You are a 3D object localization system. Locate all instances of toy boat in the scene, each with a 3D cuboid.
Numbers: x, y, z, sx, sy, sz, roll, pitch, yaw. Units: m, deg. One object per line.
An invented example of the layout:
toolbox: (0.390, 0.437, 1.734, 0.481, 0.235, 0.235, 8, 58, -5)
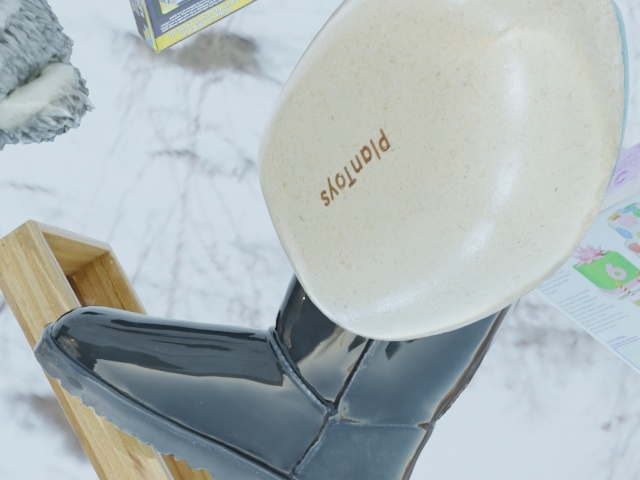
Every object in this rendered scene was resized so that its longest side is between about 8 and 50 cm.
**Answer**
toy boat: (0.056, -0.116, 0.822, 0.148, 0.318, 0.267, -12, 165, -37)

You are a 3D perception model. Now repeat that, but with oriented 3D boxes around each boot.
boot: (0.002, 0.001, 1.340, 0.367, 0.445, 0.146, 29, -172, 0)

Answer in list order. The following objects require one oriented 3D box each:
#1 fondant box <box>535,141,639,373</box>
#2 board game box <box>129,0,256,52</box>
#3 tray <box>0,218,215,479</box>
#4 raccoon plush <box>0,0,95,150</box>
fondant box: (0.408, 0.046, 1.713, 0.330, 0.096, 0.238, 36, 141, -20)
board game box: (-0.116, -0.287, 1.502, 0.048, 0.170, 0.141, 46, 158, 36)
tray: (-0.200, 0.180, 1.600, 0.411, 0.076, 0.203, 59, -170, 15)
raccoon plush: (-0.343, -0.031, 1.019, 0.299, 0.216, 0.446, 10, 130, -24)
